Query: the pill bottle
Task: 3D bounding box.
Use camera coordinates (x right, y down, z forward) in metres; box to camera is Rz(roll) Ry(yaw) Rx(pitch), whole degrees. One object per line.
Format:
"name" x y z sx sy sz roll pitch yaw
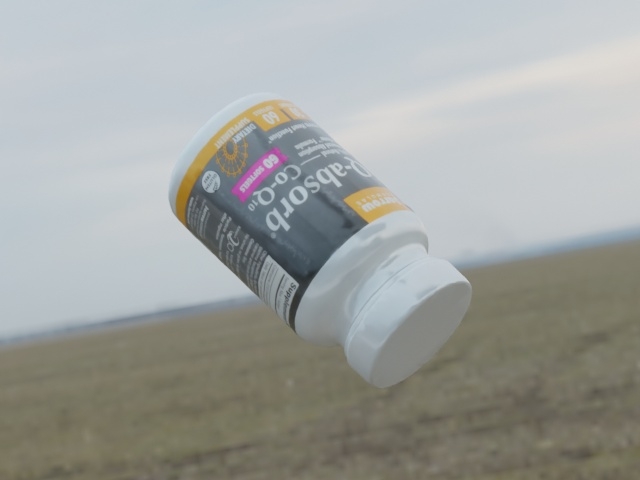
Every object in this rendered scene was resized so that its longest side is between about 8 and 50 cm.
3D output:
"pill bottle" 0.000 0.000 1.861 0.162 0.278 0.162 -38 -25 -22
